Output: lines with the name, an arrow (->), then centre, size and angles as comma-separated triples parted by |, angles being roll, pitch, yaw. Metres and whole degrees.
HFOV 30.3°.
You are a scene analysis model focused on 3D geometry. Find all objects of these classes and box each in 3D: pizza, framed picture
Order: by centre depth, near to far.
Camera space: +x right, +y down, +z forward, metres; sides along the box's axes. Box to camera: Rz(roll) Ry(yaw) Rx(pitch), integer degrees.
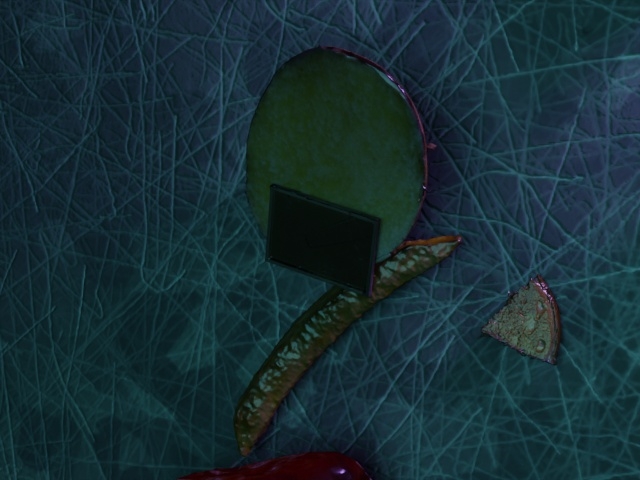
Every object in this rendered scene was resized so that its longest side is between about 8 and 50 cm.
pizza -> 0.252, 0.090, 1.424 | 0.100, 0.029, 0.099 | 20, 90, 17
framed picture -> 0.000, 0.000, 1.439 | 0.149, 0.011, 0.109 | 19, 124, 21

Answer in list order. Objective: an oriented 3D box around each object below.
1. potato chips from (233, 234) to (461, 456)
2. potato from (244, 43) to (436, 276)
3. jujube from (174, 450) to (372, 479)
potato chips -> 0.014, 0.111, 1.497 | 0.080, 0.057, 0.407 | 45, 105, 1
potato -> 0.038, -0.102, 1.434 | 0.239, 0.116, 0.299 | 29, 128, 21
jujube -> -0.084, 0.368, 1.456 | 0.318, 0.223, 0.223 | -20, 83, 10
